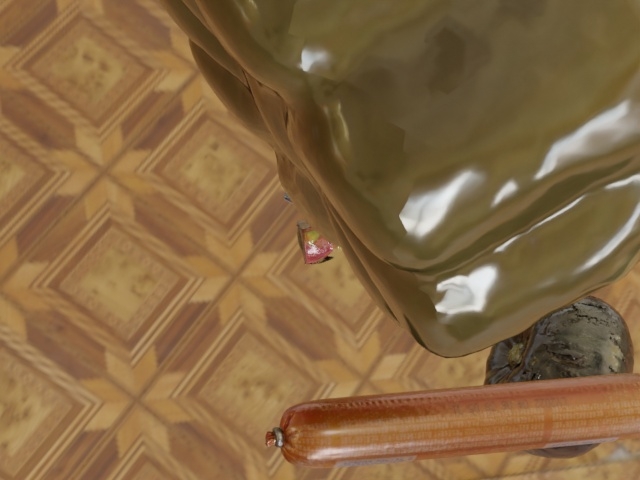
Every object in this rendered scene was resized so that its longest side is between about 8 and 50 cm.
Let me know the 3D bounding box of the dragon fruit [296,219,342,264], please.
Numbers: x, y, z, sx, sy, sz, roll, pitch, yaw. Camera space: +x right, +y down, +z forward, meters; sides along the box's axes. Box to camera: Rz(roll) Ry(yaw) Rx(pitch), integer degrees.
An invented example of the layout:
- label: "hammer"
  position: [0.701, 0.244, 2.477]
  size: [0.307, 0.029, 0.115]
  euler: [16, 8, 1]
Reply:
- label: "dragon fruit"
  position: [0.000, 0.000, 1.668]
  size: [0.056, 0.083, 0.060]
  euler: [-11, 99, -8]

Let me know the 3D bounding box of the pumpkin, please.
- label: "pumpkin"
  position: [0.323, 0.180, 1.705]
  size: [0.163, 0.233, 0.233]
  euler: [25, 59, -16]

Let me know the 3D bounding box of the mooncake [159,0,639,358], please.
- label: "mooncake"
  position: [0.040, -0.112, 0.754]
  size: [0.201, 0.378, 0.378]
  euler: [-32, 81, -8]

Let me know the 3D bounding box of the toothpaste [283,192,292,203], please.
- label: "toothpaste"
  position: [0.054, -0.145, 1.121]
  size: [0.066, 0.053, 0.272]
  euler: [27, 90, 1]

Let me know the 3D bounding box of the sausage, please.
- label: "sausage"
  position: [0.125, 0.136, 0.959]
  size: [0.348, 0.053, 0.053]
  euler: [-2, 67, -18]
